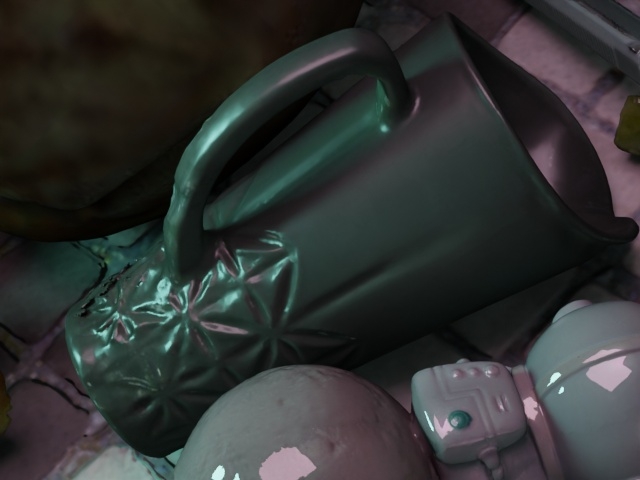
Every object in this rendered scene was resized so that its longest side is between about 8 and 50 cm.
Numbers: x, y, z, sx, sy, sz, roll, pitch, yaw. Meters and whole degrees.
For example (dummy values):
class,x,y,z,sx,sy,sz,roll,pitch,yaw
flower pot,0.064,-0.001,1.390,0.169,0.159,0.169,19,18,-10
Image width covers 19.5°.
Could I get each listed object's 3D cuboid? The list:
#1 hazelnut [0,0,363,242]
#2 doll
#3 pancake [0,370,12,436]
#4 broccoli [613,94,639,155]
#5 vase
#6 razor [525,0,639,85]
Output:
class,x,y,z,sx,sy,sz,roll,pitch,yaw
hazelnut,-0.133,-0.196,1.090,0.359,0.359,0.409,31,107,34
doll,0.072,0.108,0.959,0.287,0.151,0.151,-19,51,2
pancake,-0.298,0.094,1.095,0.257,0.212,0.056,-57,11,16
broccoli,0.254,-0.051,1.050,0.204,0.122,0.118,11,43,42
vase,0.000,0.000,1.032,0.301,0.251,0.156,-32,48,11
razor,0.138,-0.170,1.184,0.111,0.056,0.278,-32,46,-8
